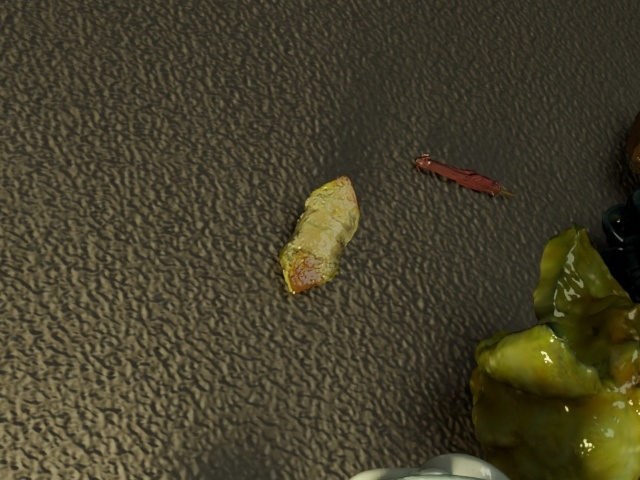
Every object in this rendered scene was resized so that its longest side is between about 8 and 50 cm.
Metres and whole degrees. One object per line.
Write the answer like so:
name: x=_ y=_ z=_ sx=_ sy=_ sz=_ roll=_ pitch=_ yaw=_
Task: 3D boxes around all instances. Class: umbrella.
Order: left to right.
umbrella: x=0.200 y=-0.088 z=2.195 sx=0.165 sy=0.027 sz=0.025 roll=18 pitch=75 yaw=-26

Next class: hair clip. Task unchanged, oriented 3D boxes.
hair clip: x=0.484 y=0.045 z=2.194 sx=0.206 sy=0.194 sz=0.310 roll=13 pitch=53 yaw=-39

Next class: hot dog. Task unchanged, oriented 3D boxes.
hot dog: x=-0.001 y=0.000 z=1.966 sx=0.078 sy=0.061 sz=0.169 roll=29 pitch=72 yaw=-3

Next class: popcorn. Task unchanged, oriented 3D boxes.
popcorn: x=0.294 y=0.180 z=1.879 sx=0.321 sy=0.290 sz=0.325 roll=52 pitch=15 yaw=28

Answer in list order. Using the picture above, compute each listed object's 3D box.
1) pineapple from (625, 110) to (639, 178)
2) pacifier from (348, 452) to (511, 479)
pineapple: x=0.620 y=-0.086 z=2.376 sx=0.362 sy=0.202 sz=0.202 roll=43 pitch=44 yaw=-13
pacifier: x=0.141 y=0.360 z=1.670 sx=0.299 sy=0.244 sz=0.233 roll=51 pitch=33 yaw=-45
